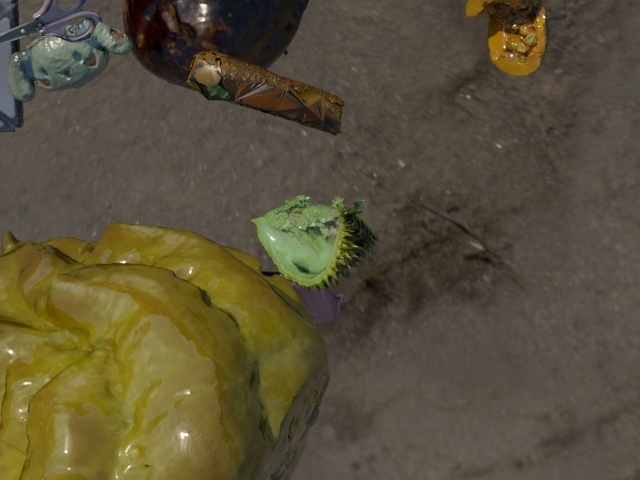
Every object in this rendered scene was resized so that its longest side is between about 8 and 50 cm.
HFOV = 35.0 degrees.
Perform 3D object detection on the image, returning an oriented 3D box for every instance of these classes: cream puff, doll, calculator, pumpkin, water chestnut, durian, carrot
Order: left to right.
[{"bbox_3d":[-0.394,-0.280,1.564,0.214,0.071,0.103,-20,134,11],"label":"doll"},{"bbox_3d":[-0.151,0.145,0.666,0.257,0.291,0.324,26,115,11],"label":"cream puff"},{"bbox_3d":[-0.203,-0.432,1.798,0.335,0.347,0.335,-12,113,-29],"label":"water chestnut"},{"bbox_3d":[-0.104,0.102,1.741,0.294,0.043,0.194,0,150,13],"label":"calculator"},{"bbox_3d":[-0.073,-0.207,1.427,0.229,0.069,0.069,17,105,-10],"label":"carrot"},{"bbox_3d":[0.000,0.000,1.106,0.086,0.215,0.100,-48,114,-29],"label":"durian"},{"bbox_3d":[0.348,-0.397,1.828,0.107,0.119,0.183,-56,129,-34],"label":"pumpkin"}]

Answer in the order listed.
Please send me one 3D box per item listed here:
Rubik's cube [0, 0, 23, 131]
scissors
[{"bbox_3d":[-0.620,-0.338,1.646,0.255,0.259,0.260,-3,127,-16],"label":"Rubik's cube"},{"bbox_3d":[-0.385,-0.281,1.346,0.189,0.015,0.100,-24,143,-12],"label":"scissors"}]
